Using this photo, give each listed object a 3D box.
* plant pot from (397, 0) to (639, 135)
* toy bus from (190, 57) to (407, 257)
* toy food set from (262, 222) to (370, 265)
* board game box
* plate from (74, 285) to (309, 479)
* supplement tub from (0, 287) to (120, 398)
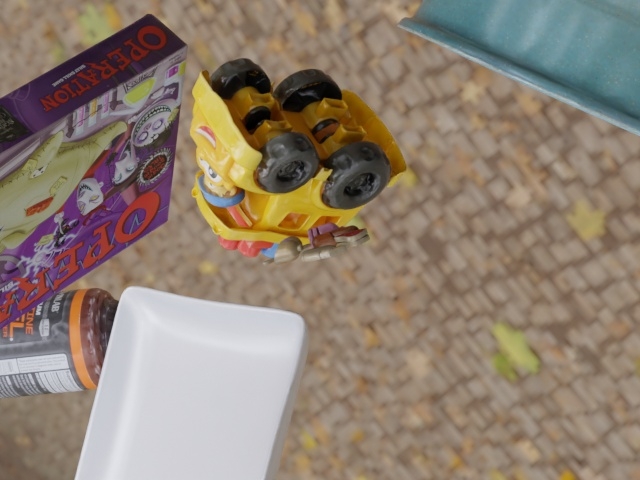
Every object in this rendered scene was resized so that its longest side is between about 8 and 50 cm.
[{"bbox_3d":[0.294,-0.275,1.571,0.341,0.334,0.341,25,-173,-3],"label":"plant pot"},{"bbox_3d":[-0.058,-0.063,1.787,0.211,0.220,0.149,-53,51,30],"label":"toy bus"},{"bbox_3d":[0.000,0.000,1.557,0.122,0.078,0.019,-9,101,53],"label":"toy food set"},{"bbox_3d":[-0.243,-0.007,1.239,0.056,0.347,0.208,44,148,18],"label":"board game box"},{"bbox_3d":[-0.119,0.189,1.547,0.045,0.277,0.278,18,173,-40],"label":"plate"},{"bbox_3d":[-0.270,0.104,1.775,0.106,0.198,0.106,-7,-90,-80],"label":"supplement tub"}]
